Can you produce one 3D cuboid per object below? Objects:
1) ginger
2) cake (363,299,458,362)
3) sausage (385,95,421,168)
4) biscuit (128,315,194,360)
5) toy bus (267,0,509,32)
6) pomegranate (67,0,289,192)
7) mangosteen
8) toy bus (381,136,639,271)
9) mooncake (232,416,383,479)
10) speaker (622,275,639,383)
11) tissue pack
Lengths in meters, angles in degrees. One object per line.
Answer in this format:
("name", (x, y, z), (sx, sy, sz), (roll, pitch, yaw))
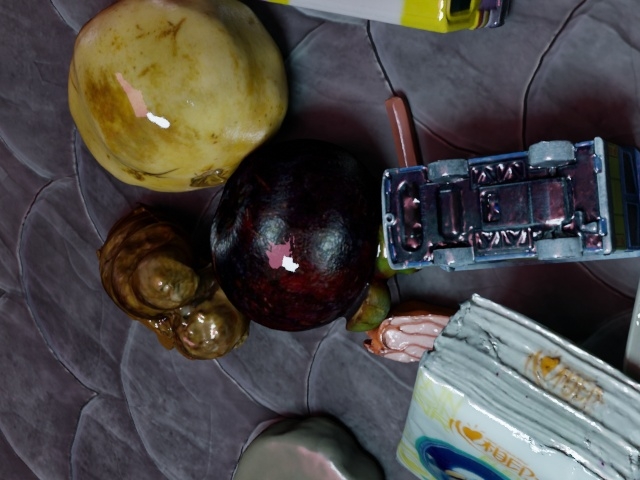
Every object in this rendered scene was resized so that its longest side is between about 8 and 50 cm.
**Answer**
("ginger", (-0.245, 0.073, 1.586), (0.254, 0.176, 0.418), (46, 170, -28))
("cake", (0.192, 0.153, 1.428), (0.287, 0.135, 0.098), (10, 97, 20))
("sausage", (0.126, -0.141, 1.413), (0.030, 0.035, 0.147), (-7, 104, 30))
("biscuit", (-0.292, 0.150, 1.748), (0.205, 0.031, 0.138), (34, 150, 25))
("toy bus", (0.020, -0.409, 1.261), (0.440, 0.249, 0.209), (18, 114, 27))
("pomegranate", (-0.219, -0.234, 1.456), (0.332, 0.332, 0.332), (11, 111, 29))
("mangosteen", (-0.015, -0.002, 1.417), (0.300, 0.300, 0.300), (11, 111, 29))
("toy bus", (0.254, -0.040, 1.265), (0.312, 0.190, 0.152), (-6, 87, 33))
("mooncake", (-0.020, 0.431, 1.634), (0.275, 0.135, 0.275), (8, 107, 27))
("speaker", (0.485, 0.009, 1.143), (0.183, 0.184, 0.406), (15, 113, 29))
("tissue pack", (0.263, 0.264, 1.272), (0.287, 0.162, 0.388), (30, 155, 16))
